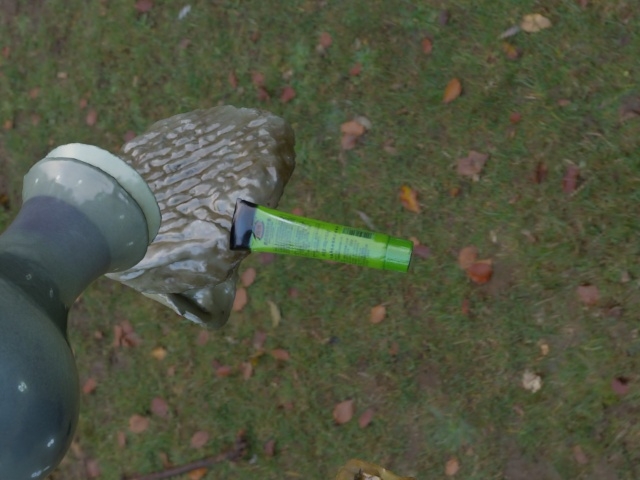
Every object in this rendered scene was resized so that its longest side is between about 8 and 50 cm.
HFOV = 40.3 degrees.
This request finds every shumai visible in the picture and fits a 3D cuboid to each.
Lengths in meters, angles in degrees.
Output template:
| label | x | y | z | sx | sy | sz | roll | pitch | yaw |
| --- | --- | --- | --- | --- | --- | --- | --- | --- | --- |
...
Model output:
| label | x | y | z | sx | sy | sz | roll | pitch | yaw |
| --- | --- | --- | --- | --- | --- | --- | --- | --- | --- |
| shumai | -0.145 | -0.015 | 1.200 | 0.314 | 0.262 | 0.267 | -39 | 54 | -12 |

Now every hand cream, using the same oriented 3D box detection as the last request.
| label | x | y | z | sx | sy | sz | roll | pitch | yaw |
| --- | --- | --- | --- | --- | --- | --- | --- | --- | --- |
| hand cream | 0.000 | 0.000 | 0.578 | 0.122 | 0.023 | 0.036 | 10 | 103 | 6 |

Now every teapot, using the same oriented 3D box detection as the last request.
| label | x | y | z | sx | sy | sz | roll | pitch | yaw |
| --- | --- | --- | --- | --- | --- | --- | --- | --- | --- |
| teapot | -0.212 | 0.041 | 0.589 | 0.184 | 0.251 | 0.183 | 12 | 131 | 14 |

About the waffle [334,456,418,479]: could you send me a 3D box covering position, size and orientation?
| label | x | y | z | sx | sy | sz | roll | pitch | yaw |
| --- | --- | --- | --- | --- | --- | --- | --- | --- | --- |
| waffle | 0.107 | 0.256 | 0.521 | 0.308 | 0.213 | 0.091 | 18 | 109 | 20 |
